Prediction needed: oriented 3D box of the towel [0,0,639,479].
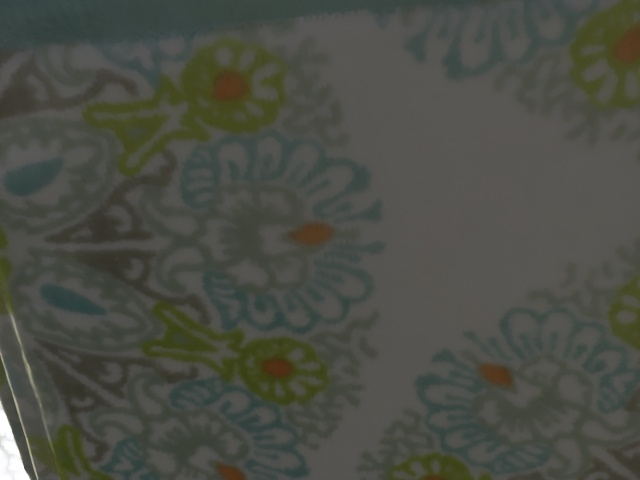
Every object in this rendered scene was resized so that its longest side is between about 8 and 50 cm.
[{"bbox_3d":[0.000,0.000,0.524,0.090,0.374,0.321,-82,166,-56],"label":"towel"}]
